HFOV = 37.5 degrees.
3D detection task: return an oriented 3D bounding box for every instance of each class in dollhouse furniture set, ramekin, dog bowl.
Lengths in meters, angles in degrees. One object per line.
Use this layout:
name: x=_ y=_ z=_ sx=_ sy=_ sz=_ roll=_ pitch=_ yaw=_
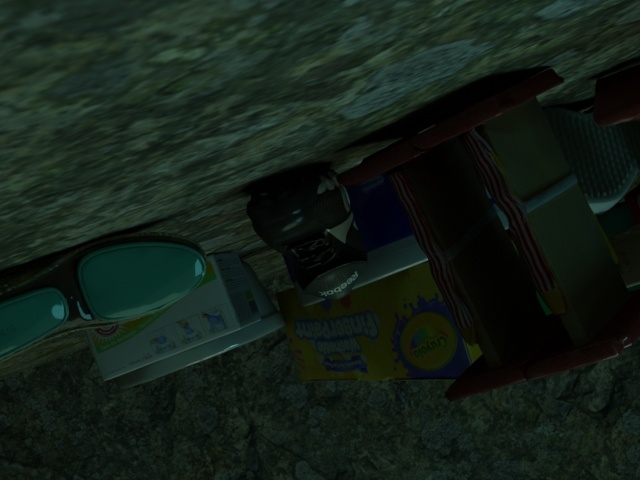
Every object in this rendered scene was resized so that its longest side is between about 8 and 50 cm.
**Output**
dollhouse furniture set: x=0.211 y=-0.040 z=0.802 sx=0.152 sy=0.201 sz=0.374 roll=-24 pitch=-178 yaw=41
ramekin: x=-0.202 y=0.122 z=1.446 sx=0.273 sy=0.127 sz=0.273 roll=-22 pitch=177 yaw=-1
dog bowl: x=0.084 y=-0.021 z=1.046 sx=0.265 sy=0.104 sz=0.265 roll=-21 pitch=178 yaw=-1

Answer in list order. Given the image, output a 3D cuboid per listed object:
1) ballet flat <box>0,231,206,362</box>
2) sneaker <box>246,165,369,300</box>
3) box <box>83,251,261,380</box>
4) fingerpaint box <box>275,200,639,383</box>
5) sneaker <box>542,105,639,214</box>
ballet flat: x=-0.188 y=0.035 z=0.703 sx=0.206 sy=0.073 sz=0.067 roll=-17 pitch=-157 yaw=-25
sneaker: x=0.000 y=0.000 z=0.804 sx=0.078 sy=0.106 sz=0.234 roll=-22 pitch=177 yaw=7
box: x=-0.200 y=0.099 z=1.255 sx=0.203 sy=0.103 sz=0.114 roll=-22 pitch=177 yaw=11
fingerpaint box: x=0.205 y=0.081 z=1.397 sx=0.371 sy=0.163 sz=0.445 roll=-16 pitch=180 yaw=-30
sneaker: x=0.270 y=-0.077 z=1.045 sx=0.321 sy=0.126 sz=0.127 roll=-20 pitch=167 yaw=-49
